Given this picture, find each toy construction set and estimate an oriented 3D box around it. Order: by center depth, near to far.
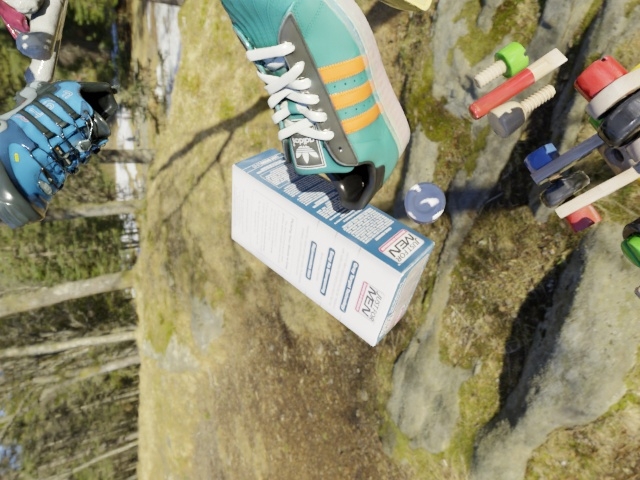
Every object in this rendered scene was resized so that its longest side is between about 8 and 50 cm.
[{"bbox_3d":[0.347,-0.153,0.463,0.257,0.237,0.309,51,-173,-48],"label":"toy construction set"}]

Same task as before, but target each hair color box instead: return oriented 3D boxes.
[{"bbox_3d":[0.000,0.000,0.729,0.347,0.105,0.174,35,137,24],"label":"hair color box"}]

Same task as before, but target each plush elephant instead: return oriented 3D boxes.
[{"bbox_3d":[-0.713,-0.551,0.938,0.272,0.255,0.330,14,92,59],"label":"plush elephant"}]

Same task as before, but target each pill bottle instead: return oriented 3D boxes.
[{"bbox_3d":[0.306,-0.103,1.252,0.186,0.112,0.112,8,-108,-77],"label":"pill bottle"}]

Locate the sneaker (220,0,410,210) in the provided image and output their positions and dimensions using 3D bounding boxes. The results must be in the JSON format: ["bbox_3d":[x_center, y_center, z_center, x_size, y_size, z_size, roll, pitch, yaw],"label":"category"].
[{"bbox_3d":[0.000,-0.135,0.426,0.108,0.302,0.121,12,73,39],"label":"sneaker"}]

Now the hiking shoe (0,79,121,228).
[{"bbox_3d":[-0.377,-0.149,0.608,0.113,0.132,0.304,79,179,-51],"label":"hiking shoe"}]

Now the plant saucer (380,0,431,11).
[{"bbox_3d":[0.087,-0.638,0.858,0.081,0.332,0.333,151,137,-68],"label":"plant saucer"}]
